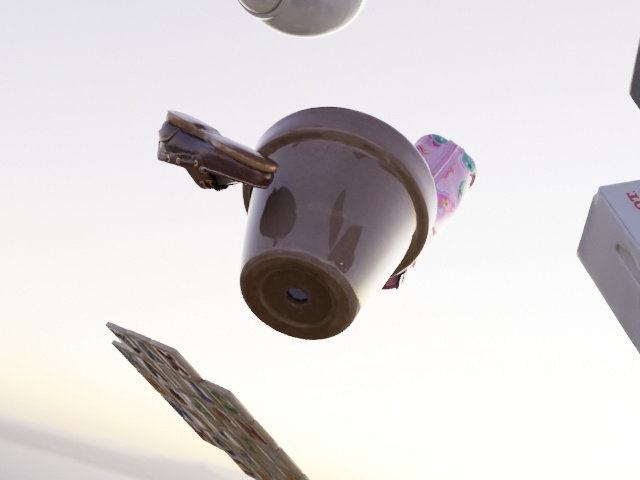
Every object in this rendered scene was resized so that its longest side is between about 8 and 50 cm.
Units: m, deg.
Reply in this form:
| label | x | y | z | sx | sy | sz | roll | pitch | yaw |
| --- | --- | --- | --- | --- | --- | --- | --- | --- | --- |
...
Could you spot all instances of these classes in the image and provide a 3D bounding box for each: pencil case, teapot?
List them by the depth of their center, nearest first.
| label | x | y | z | sx | sy | sz | roll | pitch | yaw |
| --- | --- | --- | --- | --- | --- | --- | --- | --- | --- |
| pencil case | 0.133 | -0.046 | 1.638 | 0.124 | 0.284 | 0.124 | 20 | -47 | 22 |
| teapot | -0.052 | -0.419 | 1.655 | 0.187 | 0.252 | 0.256 | -18 | -31 | -39 |

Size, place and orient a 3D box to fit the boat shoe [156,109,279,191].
| label | x | y | z | sx | sy | sz | roll | pitch | yaw |
| --- | --- | --- | --- | --- | --- | --- | --- | --- | --- |
| boat shoe | -0.130 | -0.097 | 1.340 | 0.073 | 0.073 | 0.207 | 13 | 12 | -44 |

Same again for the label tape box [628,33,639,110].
| label | x | y | z | sx | sy | sz | roll | pitch | yaw |
| --- | --- | --- | --- | --- | --- | --- | --- | --- | --- |
| label tape box | 0.445 | -0.208 | 1.121 | 0.106 | 0.241 | 0.333 | 47 | -32 | 42 |

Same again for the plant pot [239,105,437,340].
| label | x | y | z | sx | sy | sz | roll | pitch | yaw |
| --- | --- | --- | --- | --- | --- | --- | --- | --- | --- |
| plant pot | 0.000 | 0.000 | 1.386 | 0.263 | 0.229 | 0.263 | 11 | -47 | 12 |

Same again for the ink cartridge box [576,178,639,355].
| label | x | y | z | sx | sy | sz | roll | pitch | yaw |
| --- | --- | --- | --- | --- | --- | --- | --- | --- | --- |
| ink cartridge box | 0.342 | 0.017 | 0.909 | 0.208 | 0.153 | 0.087 | -9 | -43 | -15 |

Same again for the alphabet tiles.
| label | x | y | z | sx | sy | sz | roll | pitch | yaw |
| --- | --- | --- | --- | --- | --- | --- | --- | --- | --- |
| alphabet tiles | -0.139 | 0.233 | 1.429 | 0.285 | 0.011 | 0.342 | 12 | -34 | 50 |
